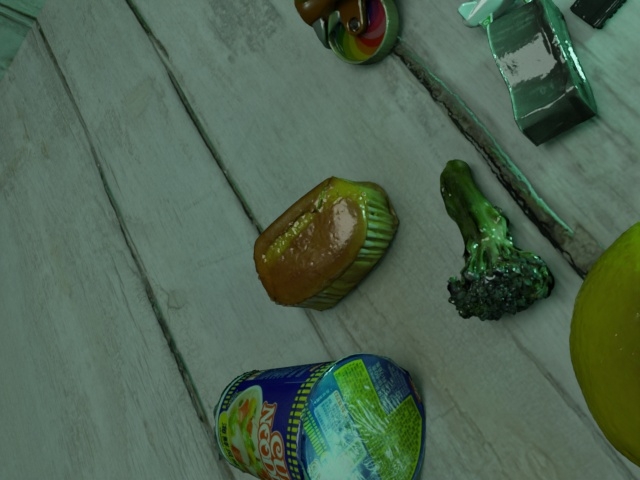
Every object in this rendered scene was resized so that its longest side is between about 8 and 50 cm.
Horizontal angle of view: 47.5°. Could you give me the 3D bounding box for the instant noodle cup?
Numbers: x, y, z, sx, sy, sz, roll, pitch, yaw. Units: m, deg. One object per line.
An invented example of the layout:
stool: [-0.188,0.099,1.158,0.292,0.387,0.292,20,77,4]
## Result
instant noodle cup: [-0.024,0.330,1.278,0.312,0.284,0.285,-8,75,49]

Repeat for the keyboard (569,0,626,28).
keyboard: [0.493,-0.437,1.131,0.231,0.023,0.072,-50,46,21]

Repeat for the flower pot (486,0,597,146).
flower pot: [0.352,-0.276,1.164,0.108,0.103,0.229,-28,63,33]

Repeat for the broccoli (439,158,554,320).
broccoli: [0.257,-0.011,1.186,0.164,0.145,0.304,-35,47,26]

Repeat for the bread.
bread: [0.000,0.000,1.382,0.288,0.156,0.204,-41,59,26]

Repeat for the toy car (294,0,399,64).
toy car: [0.064,-0.456,1.452,0.235,0.145,0.235,8,102,38]

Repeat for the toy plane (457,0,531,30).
toy plane: [0.307,-0.441,1.253,0.173,0.080,0.174,-14,63,31]

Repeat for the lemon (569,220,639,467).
lemon: [0.454,0.121,0.831,0.364,0.364,0.365,-10,74,40]
